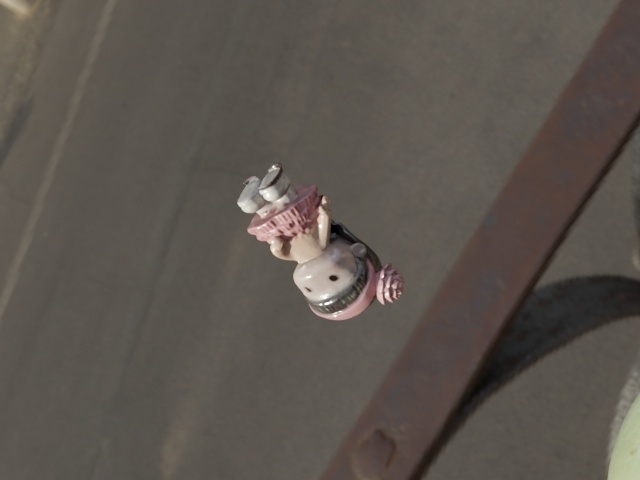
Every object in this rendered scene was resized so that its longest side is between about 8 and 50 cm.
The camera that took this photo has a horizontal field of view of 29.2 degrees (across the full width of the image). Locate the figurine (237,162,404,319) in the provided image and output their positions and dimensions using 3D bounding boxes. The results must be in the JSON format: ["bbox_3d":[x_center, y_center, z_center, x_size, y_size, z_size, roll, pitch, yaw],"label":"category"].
[{"bbox_3d":[0.000,0.000,0.862,0.072,0.129,0.054,-29,20,23],"label":"figurine"}]

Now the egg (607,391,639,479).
[{"bbox_3d":[0.193,0.112,0.569,0.114,0.114,0.152,22,105,44],"label":"egg"}]
